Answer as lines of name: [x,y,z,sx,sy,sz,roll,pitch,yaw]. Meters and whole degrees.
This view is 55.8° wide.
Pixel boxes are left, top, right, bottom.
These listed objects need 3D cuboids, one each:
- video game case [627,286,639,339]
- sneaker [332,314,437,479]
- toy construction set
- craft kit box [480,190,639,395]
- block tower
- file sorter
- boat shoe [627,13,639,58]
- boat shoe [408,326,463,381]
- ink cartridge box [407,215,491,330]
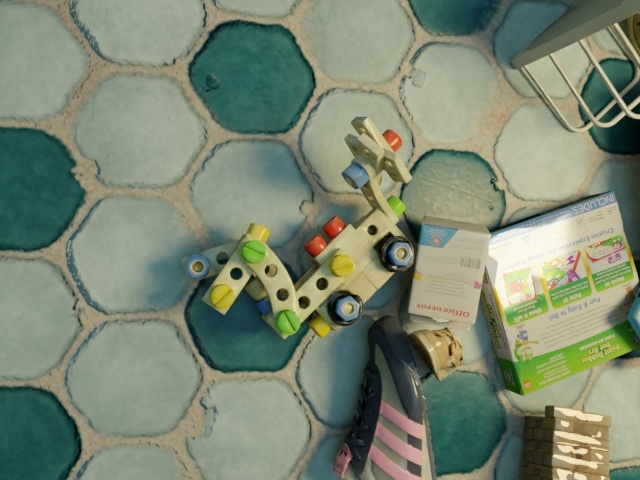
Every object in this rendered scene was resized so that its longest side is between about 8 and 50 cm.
video game case: [0.533,0.106,0.944,0.119,0.015,0.166,53,55,-16]
sneaker: [0.077,0.266,0.824,0.131,0.112,0.319,-7,86,-8]
toy construction set: [0.000,0.000,0.797,0.328,0.151,0.215,-43,97,4]
craft kit box: [0.369,0.077,0.928,0.250,0.061,0.246,-17,90,-13]
block tower: [0.343,0.412,0.857,0.091,0.097,0.335,11,74,-6]
file sorter: [0.453,-0.279,0.846,0.193,0.278,0.173,-41,101,-11]
boat shoe: [0.535,-0.401,0.948,0.103,0.113,0.302,-46,114,-33]
boat shoe: [0.164,0.146,0.824,0.059,0.170,0.063,-35,65,1]
ink cartridge box: [0.175,0.047,0.841,0.092,0.090,0.143,10,101,9]
